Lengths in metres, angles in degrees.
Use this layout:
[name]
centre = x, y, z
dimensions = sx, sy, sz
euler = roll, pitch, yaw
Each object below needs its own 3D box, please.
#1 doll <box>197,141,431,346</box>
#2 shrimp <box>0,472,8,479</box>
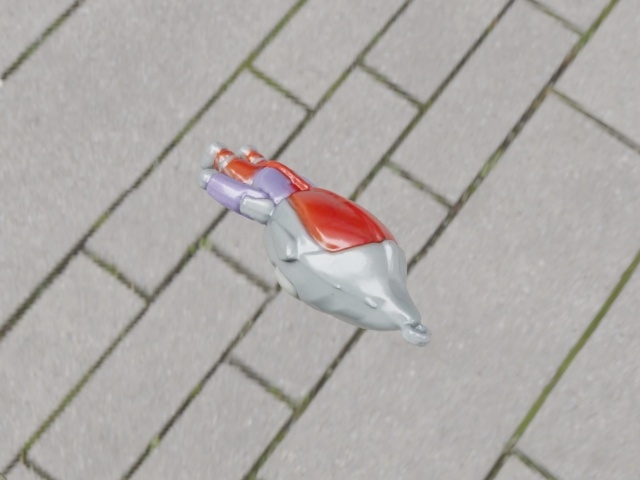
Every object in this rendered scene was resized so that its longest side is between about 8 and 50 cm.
[doll]
centre = 0.000, 0.000, 0.959
dimensions = 0.102, 0.075, 0.227
euler = -3, 37, -47
[shrimp]
centre = -0.192, 0.196, 0.527
dimensions = 0.262, 0.051, 0.198
euler = -26, 70, 21
